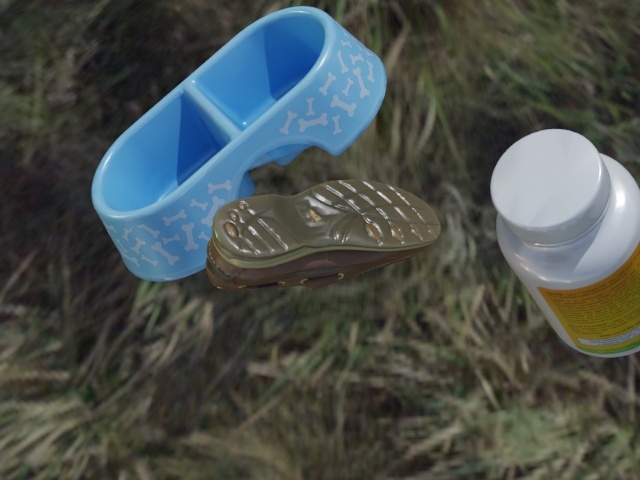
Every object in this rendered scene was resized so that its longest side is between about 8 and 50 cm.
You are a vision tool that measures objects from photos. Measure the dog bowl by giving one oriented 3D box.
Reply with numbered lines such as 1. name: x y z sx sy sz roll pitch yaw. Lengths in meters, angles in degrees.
1. dog bowl: -0.080 -0.095 1.306 0.297 0.166 0.074 -41 128 -3

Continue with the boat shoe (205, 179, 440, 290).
1. boat shoe: 0.000 0.000 1.029 0.178 0.064 0.060 -7 144 -28

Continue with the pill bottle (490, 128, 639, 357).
1. pill bottle: 0.243 0.001 1.355 0.136 0.136 0.246 -29 143 10
